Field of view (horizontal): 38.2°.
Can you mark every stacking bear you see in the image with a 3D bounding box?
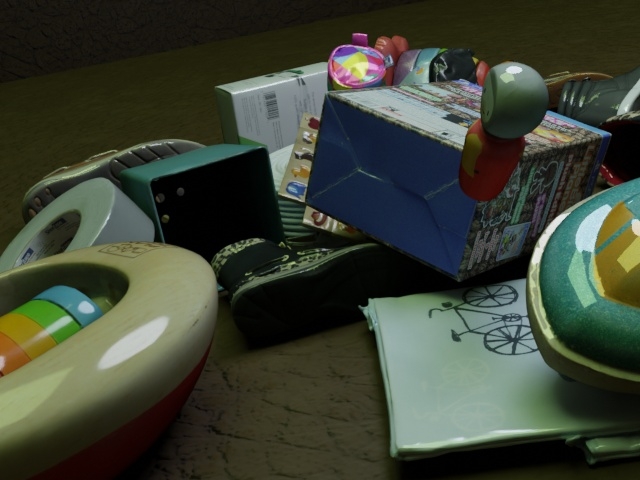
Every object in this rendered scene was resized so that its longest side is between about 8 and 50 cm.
[{"bbox_3d":[0.251,-0.274,1.680,0.289,0.164,0.175,10,16,17],"label":"stacking bear"}]

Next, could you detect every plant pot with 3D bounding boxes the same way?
[{"bbox_3d":[-0.181,-0.040,1.264,0.165,0.165,0.234,-20,20,-26],"label":"plant pot"}]

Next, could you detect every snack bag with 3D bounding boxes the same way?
[{"bbox_3d":[0.217,0.111,0.885,0.342,0.037,0.323,-8,21,1],"label":"snack bag"}]

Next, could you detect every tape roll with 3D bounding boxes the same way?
[{"bbox_3d":[-0.304,0.029,1.107,0.219,0.072,0.219,-29,33,21],"label":"tape roll"}]

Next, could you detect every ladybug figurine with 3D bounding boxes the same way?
[{"bbox_3d":[-0.263,0.138,0.834,0.305,0.162,0.449,8,28,38],"label":"ladybug figurine"}]

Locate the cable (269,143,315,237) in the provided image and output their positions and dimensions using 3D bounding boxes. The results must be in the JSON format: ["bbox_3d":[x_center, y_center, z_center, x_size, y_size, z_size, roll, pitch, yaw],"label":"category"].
[{"bbox_3d":[0.019,-0.086,1.384,0.257,0.089,0.257,-14,22,-12],"label":"cable"}]

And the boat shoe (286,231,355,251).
[{"bbox_3d":[0.000,0.000,1.249,0.100,0.035,0.035,-11,21,-4],"label":"boat shoe"}]

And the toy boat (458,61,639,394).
[{"bbox_3d":[0.246,-0.019,0.803,0.267,0.148,0.318,-32,62,-29],"label":"toy boat"}]

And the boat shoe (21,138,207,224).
[{"bbox_3d":[-0.332,-0.100,1.524,0.324,0.123,0.116,-14,20,-18],"label":"boat shoe"}]

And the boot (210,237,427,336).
[{"bbox_3d":[-0.011,0.034,1.108,0.236,0.085,0.178,-14,19,-16],"label":"boot"}]

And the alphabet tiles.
[{"bbox_3d":[0.051,-0.078,1.250,0.198,0.009,0.237,18,42,-3],"label":"alphabet tiles"}]

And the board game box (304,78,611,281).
[{"bbox_3d":[0.168,-0.088,1.114,0.232,0.141,0.291,28,28,34],"label":"board game box"}]

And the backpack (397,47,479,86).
[{"bbox_3d":[0.185,-0.222,1.541,0.115,0.152,0.182,5,-23,-25],"label":"backpack"}]

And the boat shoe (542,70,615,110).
[{"bbox_3d":[0.451,-0.281,1.726,0.207,0.073,0.073,-3,24,14],"label":"boat shoe"}]

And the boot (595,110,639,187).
[{"bbox_3d":[0.562,-0.128,1.209,0.284,0.138,0.377,-13,18,-14],"label":"boot"}]

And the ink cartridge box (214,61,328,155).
[{"bbox_3d":[-0.061,-0.217,1.651,0.219,0.160,0.092,-17,23,-21],"label":"ink cartridge box"}]

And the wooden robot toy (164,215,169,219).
[{"bbox_3d":[-0.173,-0.084,1.471,0.173,0.076,0.079,-39,-15,4],"label":"wooden robot toy"}]

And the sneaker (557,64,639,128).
[{"bbox_3d":[0.502,-0.257,1.599,0.147,0.104,0.296,12,33,32],"label":"sneaker"}]

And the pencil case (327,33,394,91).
[{"bbox_3d":[0.061,-0.215,1.499,0.104,0.236,0.104,0,56,0],"label":"pencil case"}]
